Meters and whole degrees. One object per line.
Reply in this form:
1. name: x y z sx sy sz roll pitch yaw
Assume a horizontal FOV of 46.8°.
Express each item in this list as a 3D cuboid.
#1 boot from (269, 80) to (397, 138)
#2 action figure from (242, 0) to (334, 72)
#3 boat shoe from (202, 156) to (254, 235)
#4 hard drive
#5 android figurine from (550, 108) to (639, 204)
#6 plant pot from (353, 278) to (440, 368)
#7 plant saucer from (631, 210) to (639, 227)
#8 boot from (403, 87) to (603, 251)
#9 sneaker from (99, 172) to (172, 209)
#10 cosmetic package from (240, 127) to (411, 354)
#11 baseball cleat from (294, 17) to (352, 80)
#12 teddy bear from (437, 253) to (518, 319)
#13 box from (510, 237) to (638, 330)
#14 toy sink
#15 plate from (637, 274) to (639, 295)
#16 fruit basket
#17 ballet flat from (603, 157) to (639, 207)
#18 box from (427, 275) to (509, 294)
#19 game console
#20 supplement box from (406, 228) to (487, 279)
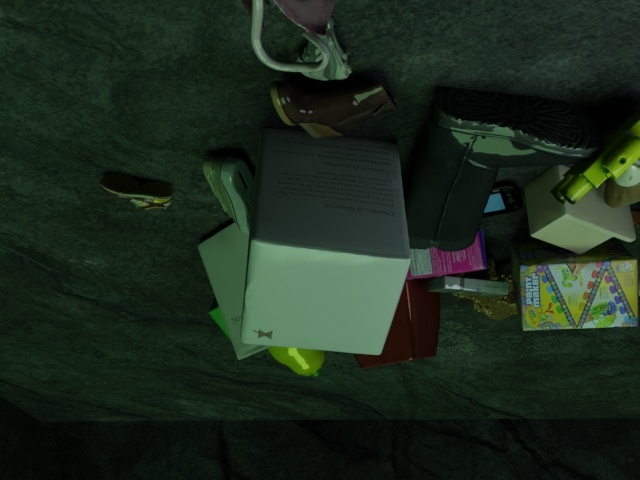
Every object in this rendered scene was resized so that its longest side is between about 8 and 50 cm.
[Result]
1. boot: 0.029 -0.297 1.533 0.207 0.090 0.248 -18 160 22
2. action figure: -0.121 -0.458 1.127 0.248 0.275 0.370 1 164 15
3. boat shoe: -0.212 -0.118 1.883 0.094 0.109 0.302 19 152 22
4. hard drive: -0.210 0.135 2.073 0.233 0.353 0.047 -28 170 41
5. android figurine: 0.615 -0.182 1.575 0.273 0.056 0.248 -43 179 4
6. plant pot: 0.218 0.256 2.249 0.267 0.235 0.267 -16 168 28
7. plant saucer: 0.820 -0.057 1.969 0.083 0.013 0.083 2 151 1
8. boot: 0.385 -0.123 1.704 0.367 0.146 0.445 15 139 4
9. sneaker: -0.479 -0.116 1.914 0.185 0.069 0.084 11 143 -13
10. cosmetic package: 0.000 0.000 1.684 0.327 0.393 0.329 6 134 -6
11. baseball cleat: -0.011 -0.374 1.433 0.109 0.072 0.206 -9 147 18
12. teddy bear: 0.474 0.109 2.214 0.338 0.113 0.245 27 136 -23
13. box: 0.658 0.104 1.957 0.279 0.177 0.290 -3 -168 11
14. toy sink: 0.637 -0.066 1.833 0.234 0.152 0.131 16 147 -24
15. plate: 0.887 -0.021 1.807 0.277 0.045 0.278 -21 137 -33
16. fruit basket: -0.106 0.226 2.255 0.392 0.283 0.392 10 140 9
17. ballet flat: 0.751 -0.188 1.641 0.124 0.116 0.342 16 146 -35
18. box: 0.410 0.129 2.068 0.186 0.038 0.145 5 172 -10
19. game console: 0.335 -0.090 1.921 0.361 0.044 0.213 -11 147 21
20. supplement box: 0.328 0.041 2.015 0.220 0.114 0.111 -6 175 0
